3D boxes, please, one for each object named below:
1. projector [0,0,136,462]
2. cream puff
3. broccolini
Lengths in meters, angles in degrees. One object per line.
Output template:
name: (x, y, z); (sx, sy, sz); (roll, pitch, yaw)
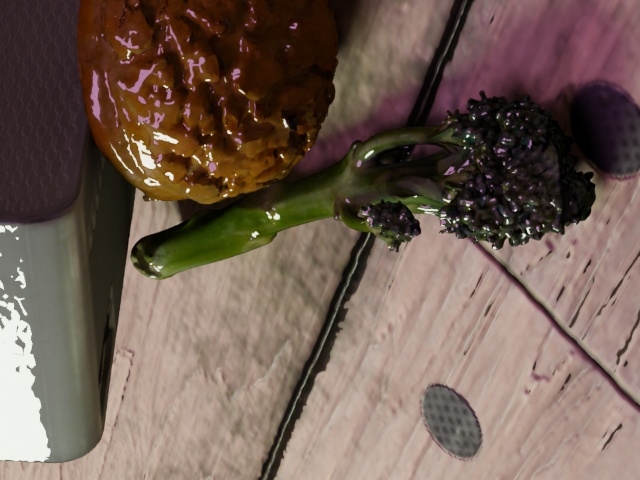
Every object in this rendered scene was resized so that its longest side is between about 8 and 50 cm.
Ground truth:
projector: (-0.172, -0.028, 1.025); (0.198, 0.108, 0.250); (91, 180, -45)
cream puff: (-0.051, -0.095, 0.924); (0.115, 0.150, 0.165); (12, 160, 29)
broccolini: (-0.004, -0.004, 0.976); (0.392, 0.074, 0.079); (-19, 91, 54)
